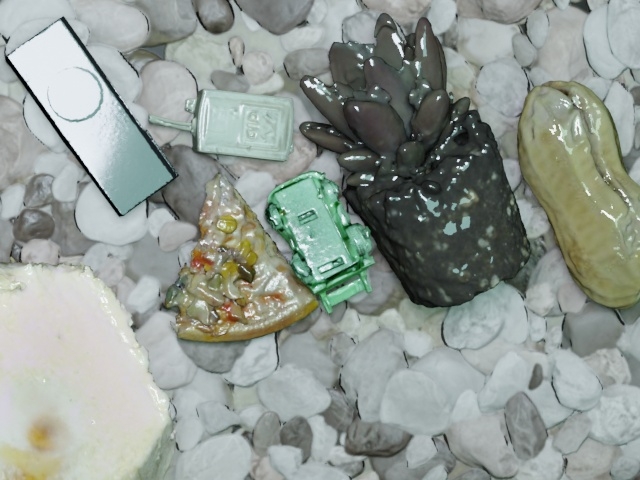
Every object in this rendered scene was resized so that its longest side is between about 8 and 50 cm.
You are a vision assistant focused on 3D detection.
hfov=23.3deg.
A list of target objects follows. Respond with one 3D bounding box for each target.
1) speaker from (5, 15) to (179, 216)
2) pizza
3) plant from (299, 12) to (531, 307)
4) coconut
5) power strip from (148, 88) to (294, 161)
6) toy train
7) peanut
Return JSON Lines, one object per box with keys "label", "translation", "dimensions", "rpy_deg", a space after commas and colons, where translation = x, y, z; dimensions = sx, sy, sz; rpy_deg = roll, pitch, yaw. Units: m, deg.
{"label": "speaker", "translation": [-0.253, -0.137, 1.724], "dimensions": [0.082, 0.044, 0.218], "rpy_deg": [-36, 100, -11]}
{"label": "pizza", "translation": [-0.095, 0.018, 1.769], "dimensions": [0.185, 0.052, 0.195], "rpy_deg": [-13, 95, -17]}
{"label": "plant", "translation": [0.115, -0.094, 1.758], "dimensions": [0.194, 0.181, 0.320], "rpy_deg": [-31, 104, -15]}
{"label": "coconut", "translation": [-0.371, 0.221, 1.560], "dimensions": [0.405, 0.404, 0.404], "rpy_deg": [0, 92, -15]}
{"label": "power strip", "translation": [-0.110, -0.132, 1.764], "dimensions": [0.175, 0.042, 0.075], "rpy_deg": [4, 92, -15]}
{"label": "toy train", "translation": [0.000, 0.000, 1.771], "dimensions": [0.099, 0.081, 0.149], "rpy_deg": [-28, 78, -9]}
{"label": "peanut", "translation": [0.320, -0.054, 1.838], "dimensions": [0.130, 0.130, 0.290], "rpy_deg": [-28, 96, -12]}
